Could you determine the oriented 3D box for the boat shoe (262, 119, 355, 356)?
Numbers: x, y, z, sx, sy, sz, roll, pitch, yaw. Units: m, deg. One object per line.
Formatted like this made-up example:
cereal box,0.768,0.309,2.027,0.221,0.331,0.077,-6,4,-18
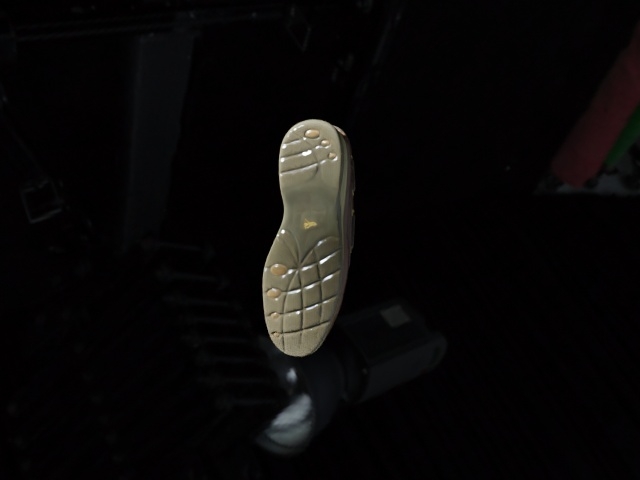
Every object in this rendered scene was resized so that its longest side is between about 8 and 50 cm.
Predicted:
boat shoe,0.000,0.000,0.604,0.060,0.064,0.178,-5,-78,-65
